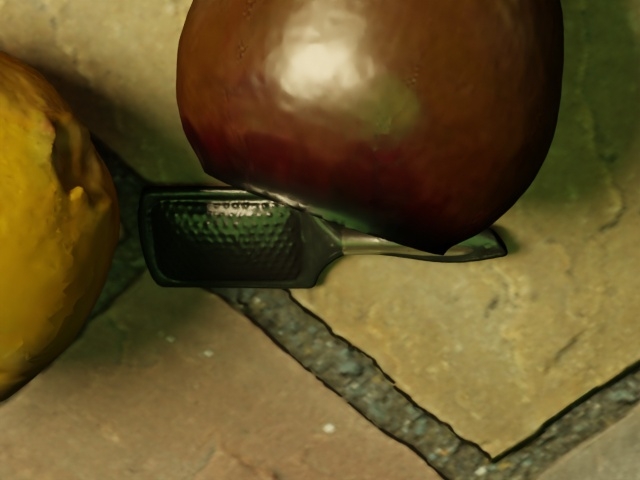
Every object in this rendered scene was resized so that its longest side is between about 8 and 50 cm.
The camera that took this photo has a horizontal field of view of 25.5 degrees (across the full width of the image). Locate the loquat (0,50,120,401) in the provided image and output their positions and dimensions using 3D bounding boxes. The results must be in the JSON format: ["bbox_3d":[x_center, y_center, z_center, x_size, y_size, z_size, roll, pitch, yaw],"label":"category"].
[{"bbox_3d":[-0.200,-0.006,0.657,0.234,0.176,0.187,-24,118,31],"label":"loquat"}]

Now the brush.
[{"bbox_3d":[0.000,0.000,0.736,0.193,0.016,0.063,0,124,6],"label":"brush"}]

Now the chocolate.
[{"bbox_3d":[0.026,-0.085,0.608,0.177,0.176,0.176,3,124,4],"label":"chocolate"}]
